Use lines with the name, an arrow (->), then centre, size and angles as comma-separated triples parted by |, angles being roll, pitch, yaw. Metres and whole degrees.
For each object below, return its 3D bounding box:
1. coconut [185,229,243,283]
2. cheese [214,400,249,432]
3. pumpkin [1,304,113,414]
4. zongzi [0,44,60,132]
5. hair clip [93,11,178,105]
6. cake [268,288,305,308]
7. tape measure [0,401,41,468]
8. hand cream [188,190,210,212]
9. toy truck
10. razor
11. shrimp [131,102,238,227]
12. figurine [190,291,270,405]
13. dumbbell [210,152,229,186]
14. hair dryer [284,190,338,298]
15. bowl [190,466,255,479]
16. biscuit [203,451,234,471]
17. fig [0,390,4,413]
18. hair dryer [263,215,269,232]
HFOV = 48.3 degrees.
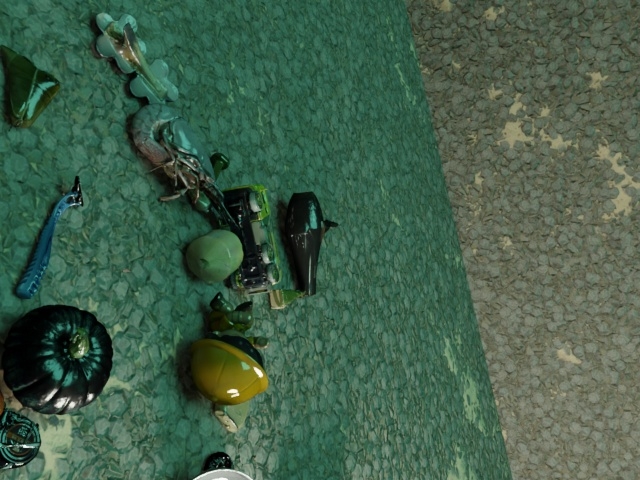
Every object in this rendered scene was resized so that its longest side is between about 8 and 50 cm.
coconut -> -0.248, 0.039, 1.664 | 0.122, 0.116, 0.116 | -34, 108, -64
cheese -> -0.191, 0.359, 1.706 | 0.097, 0.037, 0.192 | 61, 34, -28
pumpkin -> -0.449, 0.204, 1.229 | 0.194, 0.150, 0.194 | -16, 110, -49
zongzi -> -0.574, -0.272, 1.315 | 0.130, 0.062, 0.154 | 37, 60, -20
hair clip -> -0.413, -0.404, 1.612 | 0.257, 0.075, 0.146 | 60, 35, -38
cake -> -0.090, 0.146, 1.955 | 0.140, 0.051, 0.055 | -22, 96, -62
tape measure -> -0.506, 0.326, 1.162 | 0.094, 0.054, 0.091 | 50, 40, -28
hand cream -> -0.312, -0.140, 1.716 | 0.165, 0.037, 0.057 | 63, 32, -12
toy truck -> -0.171, -0.008, 1.797 | 0.157, 0.124, 0.273 | -47, 126, -73
razor -> -0.500, -0.002, 1.322 | 0.082, 0.042, 0.253 | 107, -5, -56
shrimp -> -0.305, -0.157, 1.627 | 0.343, 0.116, 0.145 | 55, 46, -16
figurine -> -0.205, 0.254, 1.607 | 0.192, 0.167, 0.257 | 42, 20, -27
dumbbell -> -0.266, -0.167, 1.785 | 0.052, 0.046, 0.118 | 49, 40, -32
hair dryer -> 0.000, 0.000, 2.149 | 0.359, 0.120, 0.304 | -17, 102, -69
bowl -> -0.217, 0.547, 1.504 | 0.189, 0.189, 0.086 | 66, -9, -19
biscuit -> -0.226, 0.515, 1.593 | 0.089, 0.027, 0.087 | -26, 100, -61
fig -> -0.574, 0.250, 1.049 | 0.201, 0.146, 0.134 | -36, 111, -17
hair dryer -> -0.151, -0.048, 1.942 | 0.071, 0.047, 0.150 | 52, 32, -35
